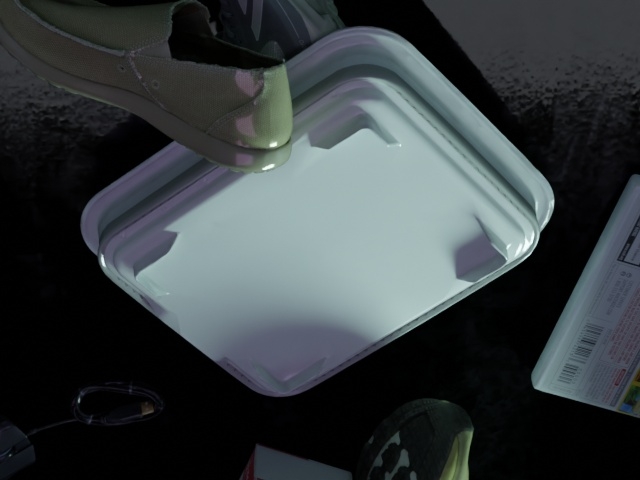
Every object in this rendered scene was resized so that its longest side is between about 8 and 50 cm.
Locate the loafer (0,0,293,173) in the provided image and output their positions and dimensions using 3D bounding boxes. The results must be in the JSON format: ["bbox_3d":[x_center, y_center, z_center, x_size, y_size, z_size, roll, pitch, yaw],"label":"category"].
[{"bbox_3d":[-0.130,-0.146,1.516,0.268,0.102,0.092,27,114,12],"label":"loafer"}]

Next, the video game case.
[{"bbox_3d":[0.321,0.064,1.734,0.206,0.026,0.227,16,121,-11],"label":"video game case"}]

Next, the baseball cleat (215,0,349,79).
[{"bbox_3d":[-0.063,-0.186,1.538,0.109,0.072,0.206,-36,116,21],"label":"baseball cleat"}]

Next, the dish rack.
[{"bbox_3d":[0.000,0.000,1.631,0.333,0.072,0.285,-32,129,23],"label":"dish rack"}]

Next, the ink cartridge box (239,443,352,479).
[{"bbox_3d":[-0.040,0.266,1.845,0.099,0.056,0.135,19,121,-12],"label":"ink cartridge box"}]

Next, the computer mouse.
[{"bbox_3d":[-0.254,0.181,1.797,0.242,0.041,0.071,-20,120,12],"label":"computer mouse"}]

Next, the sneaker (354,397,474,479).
[{"bbox_3d":[0.127,0.300,1.837,0.182,0.158,0.410,-5,130,-12],"label":"sneaker"}]
